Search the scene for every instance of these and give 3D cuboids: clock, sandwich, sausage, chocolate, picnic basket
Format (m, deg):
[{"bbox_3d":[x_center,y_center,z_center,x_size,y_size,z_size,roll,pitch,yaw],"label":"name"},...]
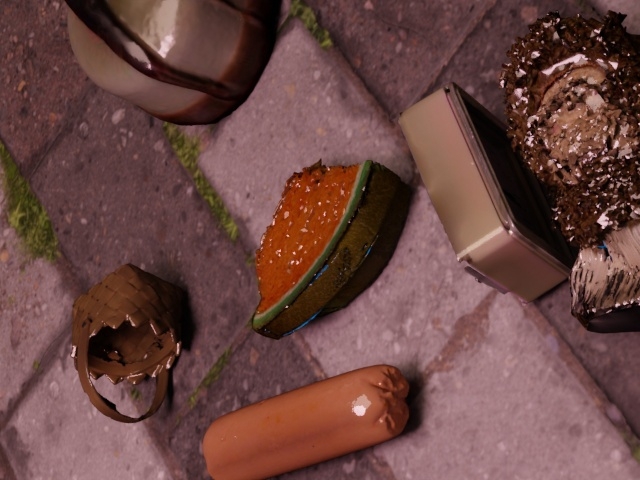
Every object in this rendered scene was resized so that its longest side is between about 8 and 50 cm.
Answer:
[{"bbox_3d":[0.165,-0.045,1.711,0.071,0.147,0.192,-33,56,19],"label":"clock"},{"bbox_3d":[0.004,0.010,1.923,0.159,0.079,0.235,36,102,56],"label":"sandwich"},{"bbox_3d":[-0.020,0.203,1.881,0.289,0.086,0.086,-21,64,39],"label":"sausage"},{"bbox_3d":[-0.198,-0.287,2.127,0.284,0.186,0.283,-16,68,43],"label":"chocolate"},{"bbox_3d":[-0.234,0.133,2.088,0.138,0.128,0.178,-34,39,38],"label":"picnic basket"}]

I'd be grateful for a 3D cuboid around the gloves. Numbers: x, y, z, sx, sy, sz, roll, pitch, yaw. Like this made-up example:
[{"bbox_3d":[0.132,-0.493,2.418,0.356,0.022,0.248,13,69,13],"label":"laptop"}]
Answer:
[{"bbox_3d":[0.274,-0.068,1.610,0.210,0.135,0.312,-18,85,61],"label":"gloves"}]
